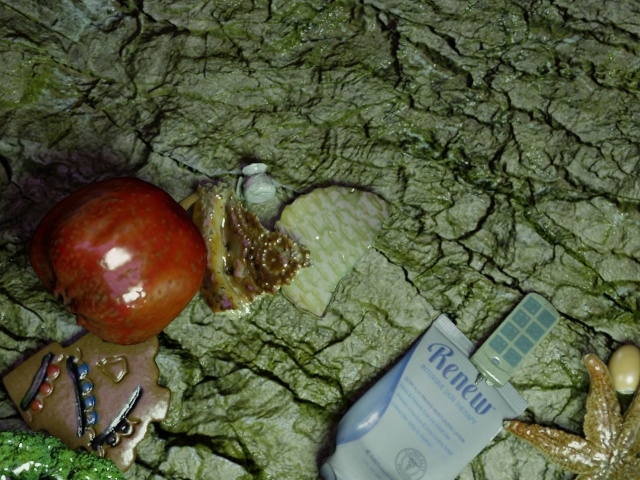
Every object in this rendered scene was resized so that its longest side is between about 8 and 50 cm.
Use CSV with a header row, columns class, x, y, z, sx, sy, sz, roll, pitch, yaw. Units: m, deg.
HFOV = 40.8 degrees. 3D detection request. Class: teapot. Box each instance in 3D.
class,x,y,z,sx,sy,sz,roll,pitch,yaw
teapot,-0.129,-0.108,1.651,0.083,0.064,0.064,-22,69,21

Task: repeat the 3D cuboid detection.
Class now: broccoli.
class,x,y,z,sx,sy,sz,roll,pitch,yaw
broccoli,-0.475,0.467,1.360,0.310,0.321,0.413,-47,125,-45

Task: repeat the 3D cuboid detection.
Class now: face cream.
class,x,y,z,sx,sy,sz,roll,pitch,yaw
face cream,0.164,0.347,1.547,0.420,0.137,0.235,-40,80,-23

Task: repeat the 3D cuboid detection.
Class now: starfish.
class,x,y,z,sx,sy,sz,roll,pitch,yaw
starfish,0.506,0.382,1.538,0.327,0.094,0.375,43,91,-3

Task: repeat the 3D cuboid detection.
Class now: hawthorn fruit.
class,x,y,z,sx,sy,sz,roll,pitch,yaw
hawthorn fruit,-0.327,0.011,1.512,0.287,0.287,0.330,43,62,7

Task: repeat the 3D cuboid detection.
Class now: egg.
class,x,y,z,sx,sy,sz,roll,pitch,yaw
egg,0.575,0.240,1.602,0.080,0.080,0.096,9,77,-2

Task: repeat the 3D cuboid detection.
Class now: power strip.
class,x,y,z,sx,sy,sz,roll,pitch,yaw
power strip,0.361,0.188,1.610,0.080,0.029,0.227,43,70,7

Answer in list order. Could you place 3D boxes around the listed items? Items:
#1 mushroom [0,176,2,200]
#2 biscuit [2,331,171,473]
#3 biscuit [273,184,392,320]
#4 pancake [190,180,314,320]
class,x,y,z,sx,sy,sz,roll,pitch,yaw
mushroom,-0.697,-0.082,1.598,0.209,0.071,0.084,-13,110,-4
biscuit,-0.420,0.278,1.540,0.301,0.043,0.278,6,76,-3
biscuit,0.000,0.000,1.642,0.187,0.036,0.273,36,77,5
pancake,-0.132,0.014,1.589,0.244,0.057,0.266,-1,83,18
